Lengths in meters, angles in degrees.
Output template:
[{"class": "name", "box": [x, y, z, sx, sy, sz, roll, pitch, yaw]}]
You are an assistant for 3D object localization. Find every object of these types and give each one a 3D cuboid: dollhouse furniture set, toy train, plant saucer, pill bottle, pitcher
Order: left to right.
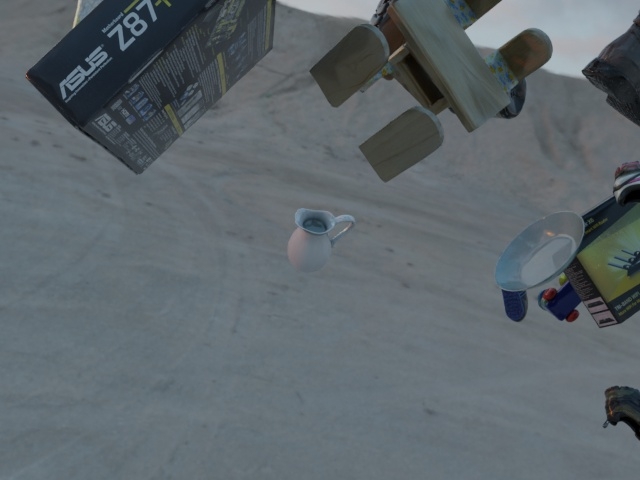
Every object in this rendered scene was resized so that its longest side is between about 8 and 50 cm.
[{"class": "pitcher", "box": [0.000, 0.000, 1.871, 0.177, 0.207, 0.125, -2, 53, -13]}, {"class": "dollhouse furniture set", "box": [0.166, -0.360, 0.972, 0.362, 0.394, 0.256, -37, 4, -37]}, {"class": "pill bottle", "box": [0.389, -0.372, 1.659, 0.219, 0.123, 0.123, 15, 6, 40]}, {"class": "plant saucer", "box": [0.411, 0.029, 1.225, 0.037, 0.195, 0.195, 43, 0, -17]}, {"class": "toy train", "box": [0.708, 0.109, 1.829, 0.105, 0.248, 0.143, 44, 0, 1]}]

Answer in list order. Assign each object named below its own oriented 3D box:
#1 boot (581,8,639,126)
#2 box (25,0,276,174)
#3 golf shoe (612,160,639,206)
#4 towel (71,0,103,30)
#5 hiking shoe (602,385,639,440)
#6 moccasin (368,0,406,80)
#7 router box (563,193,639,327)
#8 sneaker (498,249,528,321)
[{"class": "boot", "box": [0.693, -0.363, 1.364, 0.338, 0.223, 0.118, 16, 27, -52]}, {"class": "box", "box": [-0.197, -0.249, 0.906, 0.097, 0.318, 0.395, 46, -5, -2]}, {"class": "golf shoe", "box": [0.577, -0.087, 1.078, 0.186, 0.086, 0.067, -5, -44, 33]}, {"class": "towel", "box": [-0.418, -0.451, 1.518, 0.374, 0.320, 0.090, 3, -19, 19]}, {"class": "hiking shoe", "box": [0.761, 0.410, 1.506, 0.227, 0.114, 0.086, 9, -25, 21]}, {"class": "moccasin", "box": [0.230, -0.575, 1.619, 0.147, 0.380, 0.139, 26, 0, -23]}, {"class": "router box", "box": [0.705, 0.020, 1.530, 0.309, 0.243, 0.081, -29, -7, -19]}, {"class": "sneaker", "box": [0.612, 0.144, 2.110, 0.081, 0.232, 0.090, -6, -14, 23]}]
